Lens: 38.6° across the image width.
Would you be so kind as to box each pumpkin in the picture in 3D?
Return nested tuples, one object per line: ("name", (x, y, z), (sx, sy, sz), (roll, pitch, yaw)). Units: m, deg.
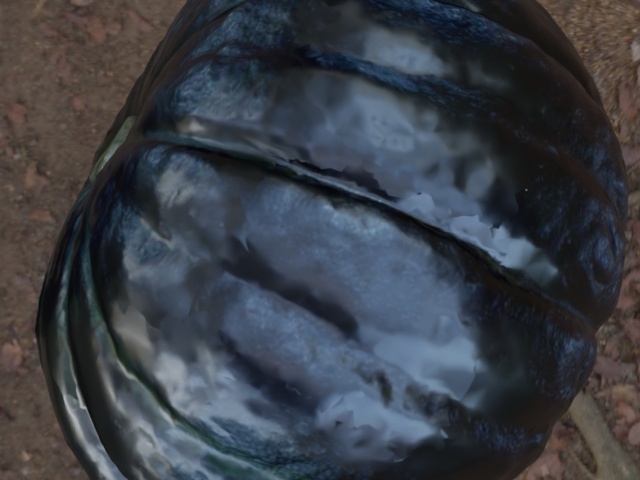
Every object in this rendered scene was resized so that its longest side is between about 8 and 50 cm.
("pumpkin", (0.000, 0.000, 0.523), (0.266, 0.363, 0.363), (25, 112, -15))
